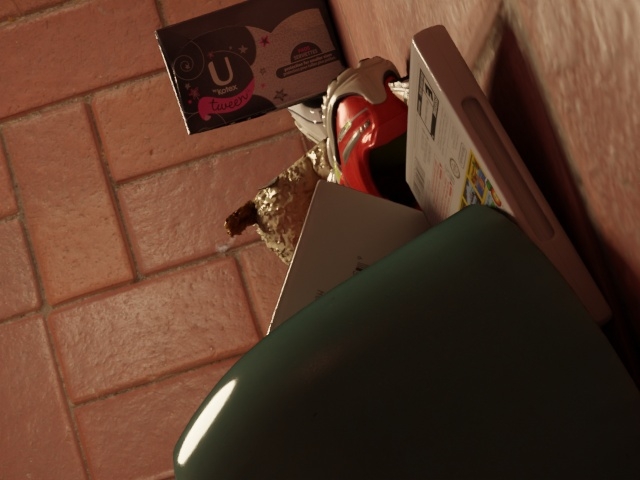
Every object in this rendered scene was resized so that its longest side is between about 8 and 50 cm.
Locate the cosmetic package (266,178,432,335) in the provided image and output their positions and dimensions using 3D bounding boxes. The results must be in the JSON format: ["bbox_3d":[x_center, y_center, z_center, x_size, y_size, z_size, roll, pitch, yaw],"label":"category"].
[{"bbox_3d":[0.029,0.093,0.931,0.365,0.155,0.197,112,176,-76],"label":"cosmetic package"}]

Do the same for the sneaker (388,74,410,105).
[{"bbox_3d":[0.082,-0.111,0.744,0.109,0.040,0.044,-114,5,-77],"label":"sneaker"}]

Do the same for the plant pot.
[{"bbox_3d":[0.052,0.160,0.580,0.293,0.235,0.293,63,175,10],"label":"plant pot"}]

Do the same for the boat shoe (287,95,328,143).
[{"bbox_3d":[0.001,-0.204,1.548,0.267,0.096,0.088,-134,30,-67],"label":"boat shoe"}]

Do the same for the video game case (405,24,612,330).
[{"bbox_3d":[0.114,-0.005,0.644,0.227,0.026,0.206,79,166,-70],"label":"video game case"}]

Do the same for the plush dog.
[{"bbox_3d":[0.000,0.000,1.422,0.225,0.210,0.262,52,155,-1],"label":"plush dog"}]

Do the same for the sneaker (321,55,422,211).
[{"bbox_3d":[0.066,-0.048,0.940,0.118,0.107,0.279,59,173,37],"label":"sneaker"}]

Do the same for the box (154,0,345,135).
[{"bbox_3d":[-0.099,-0.266,1.398,0.142,0.247,0.163,-112,5,-81],"label":"box"}]
